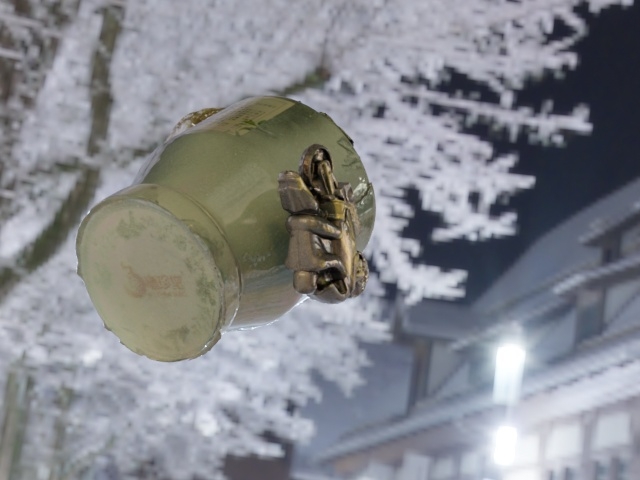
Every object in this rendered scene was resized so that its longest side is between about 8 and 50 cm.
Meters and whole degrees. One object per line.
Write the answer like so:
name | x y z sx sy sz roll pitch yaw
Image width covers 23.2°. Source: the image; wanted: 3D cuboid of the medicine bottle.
medicine bottle | -0.109 -0.009 1.756 0.245 0.245 0.290 -1 21 32

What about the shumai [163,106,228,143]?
shumai | -0.145 -0.064 2.282 0.271 0.222 0.203 18 30 21

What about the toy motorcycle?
toy motorcycle | 0.000 0.000 1.633 0.061 0.124 0.193 2 -52 30
